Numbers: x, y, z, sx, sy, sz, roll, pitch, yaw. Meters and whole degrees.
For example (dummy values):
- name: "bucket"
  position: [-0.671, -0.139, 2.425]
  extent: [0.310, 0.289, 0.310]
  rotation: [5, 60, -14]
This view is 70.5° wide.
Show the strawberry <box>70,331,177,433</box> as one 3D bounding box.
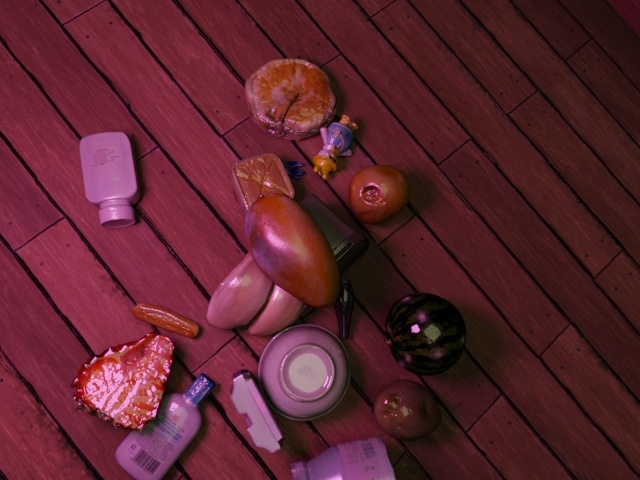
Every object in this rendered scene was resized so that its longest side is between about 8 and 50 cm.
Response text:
- name: "strawberry"
  position: [-0.584, 0.410, 1.354]
  extent: [0.253, 0.150, 0.280]
  rotation: [16, 64, -10]

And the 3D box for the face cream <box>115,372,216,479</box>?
- name: "face cream"
  position: [-0.452, 0.556, 1.374]
  extent: [0.163, 0.080, 0.337]
  rotation: [38, 76, 1]

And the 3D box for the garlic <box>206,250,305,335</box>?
- name: "garlic"
  position: [-0.199, 0.164, 1.441]
  extent: [0.286, 0.249, 0.313]
  rotation: [47, 63, -42]

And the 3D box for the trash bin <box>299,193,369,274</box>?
- name: "trash bin"
  position: [0.000, 0.000, 1.492]
  extent: [0.220, 0.219, 0.250]
  rotation: [-41, 81, -14]

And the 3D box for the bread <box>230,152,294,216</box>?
- name: "bread"
  position: [-0.197, -0.176, 1.540]
  extent: [0.192, 0.110, 0.210]
  rotation: [-25, 84, -19]

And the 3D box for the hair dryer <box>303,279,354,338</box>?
- name: "hair dryer"
  position: [0.024, 0.224, 1.474]
  extent: [0.219, 0.075, 0.196]
  rotation: [5, 84, -43]

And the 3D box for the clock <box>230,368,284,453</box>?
- name: "clock"
  position: [-0.200, 0.514, 1.367]
  extent: [0.083, 0.186, 0.253]
  rotation: [-28, 84, -15]

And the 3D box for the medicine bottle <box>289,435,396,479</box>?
- name: "medicine bottle"
  position: [0.064, 0.734, 1.341]
  extent: [0.289, 0.245, 0.245]
  rotation: [-10, 81, -8]

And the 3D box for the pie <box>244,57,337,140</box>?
- name: "pie"
  position: [-0.105, -0.514, 1.637]
  extent: [0.339, 0.077, 0.339]
  rotation: [1, 79, -5]

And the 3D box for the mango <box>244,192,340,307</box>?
- name: "mango"
  position: [-0.079, 0.036, 1.301]
  extent: [0.221, 0.199, 0.384]
  rotation: [-32, 93, 30]

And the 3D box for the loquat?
- name: "loquat"
  position: [0.198, -0.163, 1.553]
  extent: [0.213, 0.213, 0.213]
  rotation: [2, 79, -8]

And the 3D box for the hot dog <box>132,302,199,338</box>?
- name: "hot dog"
  position: [-0.488, 0.249, 1.444]
  extent: [0.215, 0.047, 0.066]
  rotation: [20, 114, -4]

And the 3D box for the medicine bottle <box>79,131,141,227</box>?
- name: "medicine bottle"
  position: [-0.676, -0.195, 1.470]
  extent: [0.161, 0.111, 0.296]
  rotation: [-12, 79, -10]

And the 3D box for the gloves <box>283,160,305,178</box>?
- name: "gloves"
  position: [-0.096, -0.255, 1.612]
  extent: [0.086, 0.026, 0.064]
  rotation: [14, 75, -6]

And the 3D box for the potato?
- name: "potato"
  position: [0.280, 0.546, 1.456]
  extent: [0.235, 0.160, 0.178]
  rotation: [25, 101, -13]

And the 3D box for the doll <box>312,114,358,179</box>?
- name: "doll"
  position: [0.046, -0.329, 1.614]
  extent: [0.098, 0.135, 0.241]
  rotation: [19, 74, 24]

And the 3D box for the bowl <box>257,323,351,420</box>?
- name: "bowl"
  position: [-0.047, 0.415, 1.429]
  extent: [0.307, 0.163, 0.307]
  rotation: [1, 77, -6]

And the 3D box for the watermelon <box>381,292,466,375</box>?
- name: "watermelon"
  position: [0.338, 0.302, 1.463]
  extent: [0.268, 0.269, 0.269]
  rotation: [2, 79, -8]
